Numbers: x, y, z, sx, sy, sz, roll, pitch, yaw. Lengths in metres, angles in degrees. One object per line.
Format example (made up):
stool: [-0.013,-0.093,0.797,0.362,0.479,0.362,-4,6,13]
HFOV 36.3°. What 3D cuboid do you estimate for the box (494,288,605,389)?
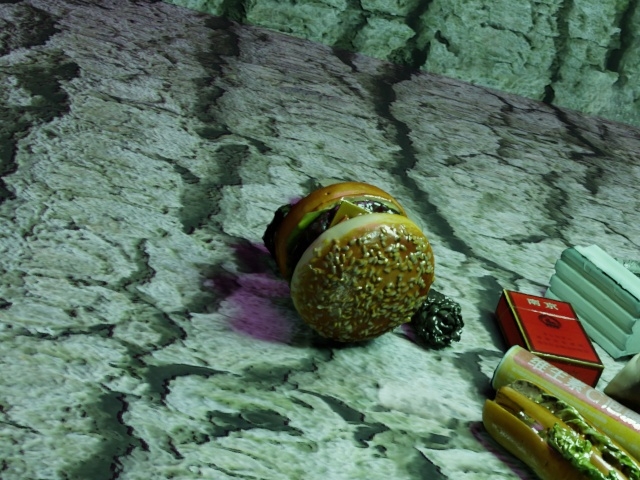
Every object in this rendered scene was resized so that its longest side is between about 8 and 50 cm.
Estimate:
box: [0.444,0.192,1.918,0.153,0.074,0.239,8,25,-7]

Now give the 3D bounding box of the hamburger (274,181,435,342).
hamburger: [0.061,0.047,1.763,0.291,0.291,0.225,3,33,-26]

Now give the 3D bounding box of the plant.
plant: [0.219,0.144,1.869,0.095,0.092,0.143,14,18,-23]

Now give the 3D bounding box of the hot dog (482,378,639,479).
hot dog: [0.403,0.335,1.547,0.135,0.100,0.337,-22,43,-30]

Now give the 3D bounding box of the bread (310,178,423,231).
bread: [0.115,-0.038,2.166,0.183,0.102,0.337,2,26,-37]

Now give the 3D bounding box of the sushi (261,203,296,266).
sushi: [0.000,0.000,1.974,0.225,0.136,0.126,6,35,-31]

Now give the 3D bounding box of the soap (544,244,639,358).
soap: [0.602,0.126,2.054,0.094,0.150,0.261,-3,32,-29]

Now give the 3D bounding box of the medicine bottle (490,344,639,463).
medicine bottle: [0.490,0.320,1.652,0.426,0.108,0.108,29,28,28]

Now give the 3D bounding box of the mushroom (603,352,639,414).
mushroom: [0.697,0.281,1.739,0.397,0.224,0.313,-10,50,-44]

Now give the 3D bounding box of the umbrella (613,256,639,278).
umbrella: [0.801,0.079,2.398,0.188,0.050,0.046,12,46,-12]
